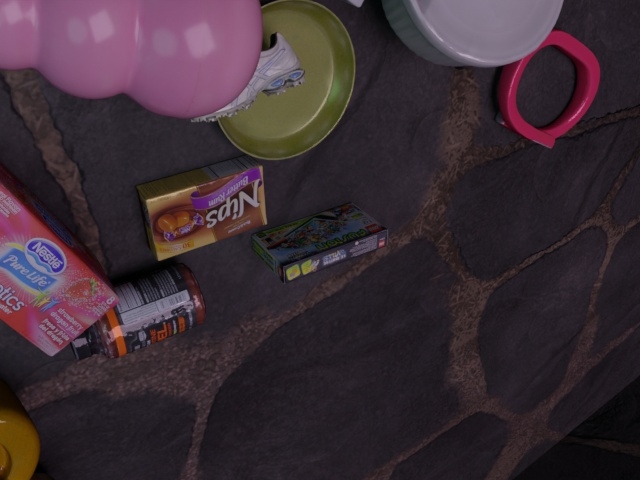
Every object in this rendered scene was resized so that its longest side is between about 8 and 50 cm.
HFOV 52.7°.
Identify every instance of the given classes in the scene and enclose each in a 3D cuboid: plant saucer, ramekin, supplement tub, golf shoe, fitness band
[{"bbox_3d":[-0.057,-0.239,0.965,0.241,0.037,0.241,-18,128,-25],"label":"plant saucer"},{"bbox_3d":[0.210,-0.383,0.948,0.272,0.127,0.273,-2,94,-20],"label":"ramekin"},{"bbox_3d":[-0.282,0.112,0.980,0.197,0.106,0.106,-21,128,-24],"label":"supplement tub"},{"bbox_3d":[-0.110,-0.222,0.881,0.176,0.069,0.086,-32,112,-20],"label":"golf shoe"},{"bbox_3d":[0.455,-0.304,1.296,0.290,0.054,0.209,13,107,-42],"label":"fitness band"}]

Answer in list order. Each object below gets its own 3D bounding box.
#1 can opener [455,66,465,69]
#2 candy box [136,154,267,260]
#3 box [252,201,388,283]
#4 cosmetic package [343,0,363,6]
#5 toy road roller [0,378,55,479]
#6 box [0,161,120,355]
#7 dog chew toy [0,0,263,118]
[{"bbox_3d":[0.198,-0.352,1.078,0.186,0.073,0.059,26,62,-47],"label":"can opener"},{"bbox_3d":[-0.176,-0.052,0.987,0.186,0.053,0.109,-19,127,-25],"label":"candy box"},{"bbox_3d":[0.000,0.000,1.109,0.207,0.114,0.036,-19,128,-26],"label":"box"},{"bbox_3d":[-0.003,-0.455,0.792,0.224,0.138,0.225,21,106,-43],"label":"cosmetic package"},{"bbox_3d":[-0.468,0.342,0.932,0.329,0.202,0.241,39,81,-43],"label":"toy road roller"},{"bbox_3d":[-0.389,0.012,0.818,0.122,0.128,0.257,-39,133,-9],"label":"box"},{"bbox_3d":[-0.237,-0.246,0.722,0.331,0.206,0.207,-2,119,-27],"label":"dog chew toy"}]
